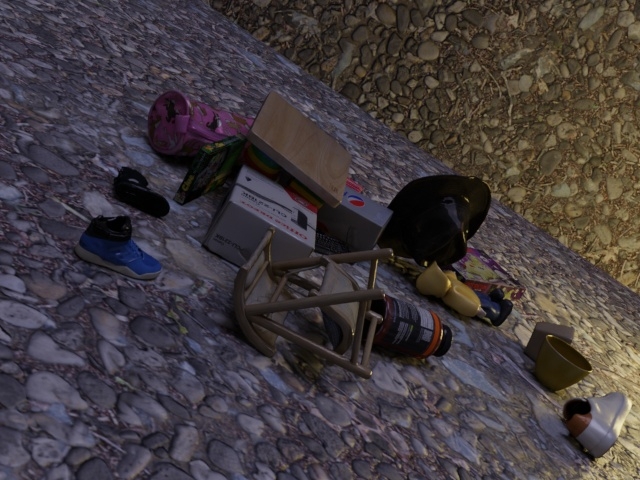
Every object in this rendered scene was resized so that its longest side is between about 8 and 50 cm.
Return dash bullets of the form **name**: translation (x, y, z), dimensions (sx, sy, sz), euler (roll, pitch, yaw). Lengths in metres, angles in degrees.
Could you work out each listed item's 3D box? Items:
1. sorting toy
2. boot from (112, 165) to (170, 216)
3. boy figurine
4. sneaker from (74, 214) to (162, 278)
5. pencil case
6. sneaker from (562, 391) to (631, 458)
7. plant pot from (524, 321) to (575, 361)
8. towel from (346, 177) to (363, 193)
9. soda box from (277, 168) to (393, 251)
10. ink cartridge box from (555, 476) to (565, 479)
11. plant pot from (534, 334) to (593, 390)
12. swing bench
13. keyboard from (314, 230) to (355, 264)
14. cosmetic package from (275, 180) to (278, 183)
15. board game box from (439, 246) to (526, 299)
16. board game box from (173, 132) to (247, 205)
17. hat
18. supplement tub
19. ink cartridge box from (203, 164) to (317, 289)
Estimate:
- **sorting toy**: translation (-0.062, -0.196, 1.986), dimensions (0.255, 0.089, 0.257), euler (38, 28, -13)
- **boot**: translation (-0.353, -0.099, 1.689), dimensions (0.121, 0.045, 0.099), euler (25, 16, -19)
- **boy figurine**: translation (0.357, 0.127, 2.195), dimensions (0.285, 0.092, 0.177), euler (26, 22, -30)
- **sneaker**: translation (-0.317, 0.007, 1.408), dimensions (0.152, 0.085, 0.058), euler (22, 21, -30)
- **pencil case**: translation (-0.238, -0.250, 2.086), dimensions (0.386, 0.167, 0.160), euler (11, 59, -47)
- **sneaker**: translation (0.626, 0.385, 1.947), dimensions (0.123, 0.106, 0.290), euler (40, 21, 14)
- **plant pot**: translation (0.587, 0.268, 2.201), dimensions (0.096, 0.109, 0.109), euler (23, 16, 14)
- **towel**: translation (0.023, -0.184, 2.537), dimensions (0.199, 0.031, 0.275), euler (35, 18, 3)
- **soda box**: translation (0.028, -0.085, 2.120), dimensions (0.286, 0.098, 0.091), euler (30, 35, 7)
- **ink cartridge box**: translation (0.409, 0.502, 1.377), dimensions (0.186, 0.065, 0.311), euler (40, 21, 22)
- **plant pot**: translation (0.577, 0.309, 2.079), dimensions (0.134, 0.095, 0.134), euler (29, 18, -10)
- **swing bench**: translation (-0.013, 0.101, 1.524), dimensions (0.254, 0.165, 0.253), euler (10, 18, 6)
- **keyboard**: translation (0.000, 0.000, 2.042), dimensions (0.180, 0.023, 0.108), euler (21, 21, -34)
- **cosmetic package**: translation (-0.064, -0.139, 2.261), dimensions (0.115, 0.041, 0.060), euler (43, 21, 29)
- **board game box**: translation (0.445, 0.084, 2.520), dimensions (0.346, 0.056, 0.208), euler (10, 24, -48)
- **board game box**: translation (-0.238, -0.162, 1.889), dimensions (0.030, 0.136, 0.259), euler (30, 17, 5)
- **hat**: translation (0.300, -0.017, 2.165), dimensions (0.331, 0.331, 0.134), euler (19, 41, -35)
- **supplement tub**: translation (0.175, 0.180, 1.739), dimensions (0.198, 0.106, 0.106), euler (22, 21, -31)
- **ink cartridge box**: translation (-0.118, -0.033, 1.787), dimensions (0.197, 0.114, 0.273), euler (30, 19, -10)
